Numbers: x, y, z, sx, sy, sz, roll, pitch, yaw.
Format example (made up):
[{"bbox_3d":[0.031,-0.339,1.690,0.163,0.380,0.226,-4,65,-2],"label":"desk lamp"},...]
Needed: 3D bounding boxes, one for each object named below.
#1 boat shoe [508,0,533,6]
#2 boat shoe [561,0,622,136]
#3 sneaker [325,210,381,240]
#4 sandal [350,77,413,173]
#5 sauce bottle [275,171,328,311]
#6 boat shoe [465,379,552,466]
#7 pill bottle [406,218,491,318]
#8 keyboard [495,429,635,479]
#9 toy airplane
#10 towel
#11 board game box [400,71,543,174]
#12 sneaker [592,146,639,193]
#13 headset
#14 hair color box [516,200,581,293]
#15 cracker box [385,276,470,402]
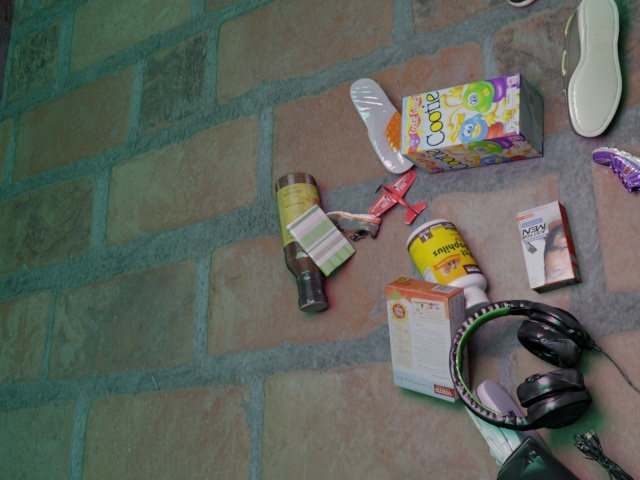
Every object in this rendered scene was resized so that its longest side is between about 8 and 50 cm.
[{"bbox_3d":[0.491,-0.704,1.796,0.127,0.113,0.340,29,92,38],"label":"boat shoe"},{"bbox_3d":[0.555,-0.354,1.648,0.109,0.091,0.305,7,81,-6],"label":"boat shoe"},{"bbox_3d":[0.070,-0.033,1.916,0.157,0.061,0.065,5,84,38],"label":"sneaker"},{"bbox_3d":[0.157,-0.274,1.919,0.101,0.076,0.265,-25,70,1],"label":"sandal"},{"bbox_3d":[-0.040,0.005,1.951,0.111,0.111,0.345,-22,65,29],"label":"sauce bottle"},{"bbox_3d":[0.371,0.397,1.542,0.084,0.095,0.258,-52,48,31],"label":"boat shoe"},{"bbox_3d":[0.276,0.067,1.693,0.117,0.117,0.215,-38,57,20],"label":"pill bottle"},{"bbox_3d":[0.481,0.467,1.403,0.317,0.033,0.202,42,102,16],"label":"keyboard"},{"bbox_3d":[0.188,-0.095,1.865,0.151,0.028,0.151,-13,55,19],"label":"toy airplane"},{"bbox_3d":[0.000,0.000,1.894,0.152,0.113,0.023,51,146,2],"label":"towel"},{"bbox_3d":[0.330,-0.249,1.743,0.275,0.144,0.142,-6,72,35],"label":"board game box"},{"bbox_3d":[0.603,-0.133,1.556,0.170,0.068,0.071,34,102,38],"label":"sneaker"},{"bbox_3d":[0.434,0.224,1.469,0.393,0.185,0.244,1,66,14],"label":"headset"},{"bbox_3d":[0.462,0.014,1.616,0.093,0.053,0.167,-19,65,29],"label":"hair color box"},{"bbox_3d":[0.222,0.203,1.645,0.155,0.067,0.233,10,113,41],"label":"cracker box"}]
